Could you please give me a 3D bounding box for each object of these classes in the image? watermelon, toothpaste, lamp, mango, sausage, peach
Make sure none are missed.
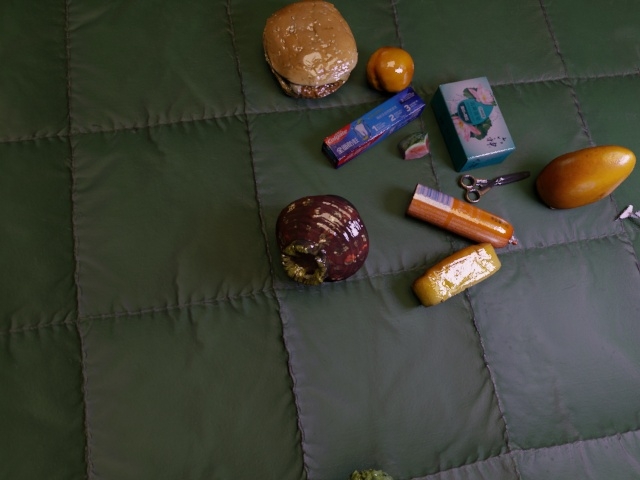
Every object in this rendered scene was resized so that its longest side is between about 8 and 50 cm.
[{"bbox_3d":[0.265,-0.271,1.451,0.084,0.072,0.092,-4,34,4],"label":"watermelon"},{"bbox_3d":[0.152,-0.323,1.444,0.320,0.066,0.076,-34,79,-14],"label":"toothpaste"},{"bbox_3d":[0.000,0.000,1.241,0.246,0.247,0.247,2,73,-5],"label":"lamp"},{"bbox_3d":[0.708,-0.174,1.354,0.187,0.257,0.138,16,72,-1],"label":"mango"},{"bbox_3d":[0.389,-0.056,1.372,0.312,0.093,0.093,22,72,1],"label":"sausage"},{"bbox_3d":[0.195,-0.492,1.461,0.138,0.138,0.138,2,73,-5],"label":"peach"}]

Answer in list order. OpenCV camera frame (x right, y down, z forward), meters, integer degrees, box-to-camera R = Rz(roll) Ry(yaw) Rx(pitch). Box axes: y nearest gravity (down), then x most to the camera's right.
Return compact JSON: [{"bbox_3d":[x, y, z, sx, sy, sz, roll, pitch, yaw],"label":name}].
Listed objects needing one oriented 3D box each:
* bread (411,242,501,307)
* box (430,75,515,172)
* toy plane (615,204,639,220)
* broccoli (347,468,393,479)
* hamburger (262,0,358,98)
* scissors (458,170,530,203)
[{"bbox_3d":[0.352,0.084,1.321,0.245,0.102,0.094,-27,84,-12],"label":"bread"},{"bbox_3d":[0.435,-0.336,1.463,0.153,0.092,0.245,-14,74,-10],"label":"box"},{"bbox_3d":[0.987,-0.007,1.414,0.181,0.107,0.273,-23,72,-18],"label":"toy plane"},{"bbox_3d":[0.023,0.622,1.085,0.301,0.186,0.254,-7,113,-8],"label":"broccoli"},{"bbox_3d":[-0.028,-0.549,1.457,0.259,0.144,0.283,-27,83,-16],"label":"hamburger"},{"bbox_3d":[0.507,-0.168,1.458,0.220,0.017,0.088,-14,74,-11],"label":"scissors"}]
